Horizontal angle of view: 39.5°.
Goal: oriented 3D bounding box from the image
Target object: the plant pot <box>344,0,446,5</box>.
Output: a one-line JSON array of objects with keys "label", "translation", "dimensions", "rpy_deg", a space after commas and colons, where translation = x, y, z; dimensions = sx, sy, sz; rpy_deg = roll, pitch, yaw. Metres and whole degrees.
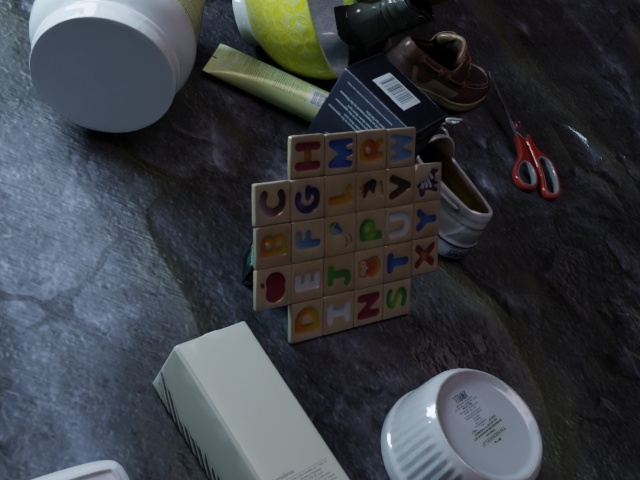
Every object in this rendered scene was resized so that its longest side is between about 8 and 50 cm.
[{"label": "plant pot", "translation": [0.122, -0.574, 1.802], "dimensions": [0.254, 0.276, 0.276], "rpy_deg": [-33, 74, -34]}]

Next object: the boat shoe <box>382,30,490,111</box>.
[{"label": "boat shoe", "translation": [0.243, -0.337, 1.719], "dimensions": [0.342, 0.123, 0.123], "rpy_deg": [-1, 52, -47]}]

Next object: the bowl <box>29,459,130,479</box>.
[{"label": "bowl", "translation": [-0.244, 0.296, 0.922], "dimensions": [0.142, 0.053, 0.142], "rpy_deg": [-8, 58, -38]}]

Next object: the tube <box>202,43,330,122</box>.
[{"label": "tube", "translation": [-0.077, -0.264, 1.529], "dimensions": [0.240, 0.062, 0.070], "rpy_deg": [25, 2, -5]}]

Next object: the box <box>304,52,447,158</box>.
[{"label": "box", "translation": [0.073, -0.164, 1.418], "dimensions": [0.153, 0.207, 0.108], "rpy_deg": [46, 43, 10]}]

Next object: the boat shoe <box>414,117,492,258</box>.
[{"label": "boat shoe", "translation": [0.182, -0.156, 1.514], "dimensions": [0.136, 0.156, 0.367], "rpy_deg": [-1, 52, -34]}]

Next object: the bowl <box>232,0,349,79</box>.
[{"label": "bowl", "translation": [-0.062, -0.414, 1.570], "dimensions": [0.156, 0.289, 0.289], "rpy_deg": [-9, 43, 16]}]

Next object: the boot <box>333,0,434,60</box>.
[{"label": "boot", "translation": [0.137, -0.392, 1.644], "dimensions": [0.246, 0.161, 0.083], "rpy_deg": [5, 75, -69]}]

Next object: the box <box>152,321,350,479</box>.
[{"label": "box", "translation": [-0.075, 0.239, 1.047], "dimensions": [0.113, 0.094, 0.275], "rpy_deg": [-16, 62, -41]}]

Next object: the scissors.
[{"label": "scissors", "translation": [0.404, -0.210, 1.779], "dimensions": [0.109, 0.021, 0.297], "rpy_deg": [5, 58, -22]}]

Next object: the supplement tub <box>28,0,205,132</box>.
[{"label": "supplement tub", "translation": [-0.293, -0.340, 1.323], "dimensions": [0.236, 0.235, 0.324], "rpy_deg": [18, 45, -18]}]

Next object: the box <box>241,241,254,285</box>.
[{"label": "box", "translation": [-0.067, 0.025, 1.251], "dimensions": [0.062, 0.083, 0.052], "rpy_deg": [18, 45, -19]}]

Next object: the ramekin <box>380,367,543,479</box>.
[{"label": "ramekin", "translation": [0.194, 0.268, 1.180], "dimensions": [0.207, 0.109, 0.207], "rpy_deg": [17, 46, -18]}]

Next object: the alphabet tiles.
[{"label": "alphabet tiles", "translation": [0.047, -0.012, 1.255], "dimensions": [0.343, 0.285, 0.011], "rpy_deg": [-10, 18, -38]}]
